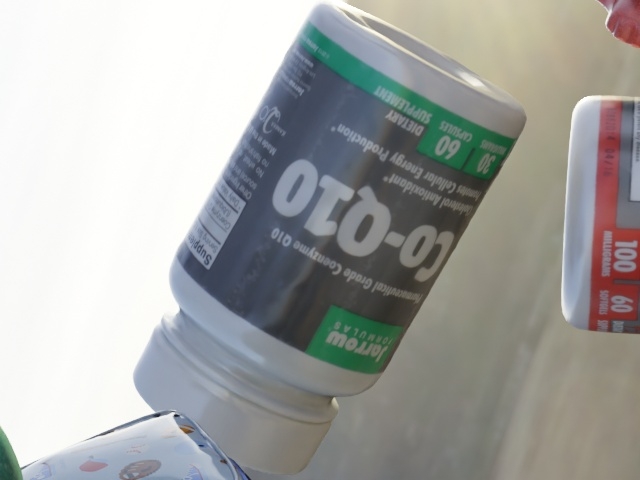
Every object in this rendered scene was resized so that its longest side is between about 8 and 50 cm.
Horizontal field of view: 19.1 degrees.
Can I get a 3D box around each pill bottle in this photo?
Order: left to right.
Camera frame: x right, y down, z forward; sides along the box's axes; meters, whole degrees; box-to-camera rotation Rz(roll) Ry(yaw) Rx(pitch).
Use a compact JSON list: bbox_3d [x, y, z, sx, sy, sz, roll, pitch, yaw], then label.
[{"bbox_3d":[0.000,0.000,1.584,0.361,0.204,0.204,-61,-1,12],"label":"pill bottle"},{"bbox_3d":[0.397,-0.016,1.651,0.210,0.362,0.210,3,-90,-81],"label":"pill bottle"}]

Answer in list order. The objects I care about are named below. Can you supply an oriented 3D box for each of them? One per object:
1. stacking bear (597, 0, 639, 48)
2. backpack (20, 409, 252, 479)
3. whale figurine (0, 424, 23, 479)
[{"bbox_3d":[0.360,-0.332,1.727,0.175,0.164,0.289,-112,32,-56],"label":"stacking bear"},{"bbox_3d":[-0.138,0.257,1.311,0.263,0.213,0.276,-29,16,-12],"label":"backpack"},{"bbox_3d":[-0.275,0.122,0.995,0.216,0.272,0.141,22,-103,-51],"label":"whale figurine"}]
